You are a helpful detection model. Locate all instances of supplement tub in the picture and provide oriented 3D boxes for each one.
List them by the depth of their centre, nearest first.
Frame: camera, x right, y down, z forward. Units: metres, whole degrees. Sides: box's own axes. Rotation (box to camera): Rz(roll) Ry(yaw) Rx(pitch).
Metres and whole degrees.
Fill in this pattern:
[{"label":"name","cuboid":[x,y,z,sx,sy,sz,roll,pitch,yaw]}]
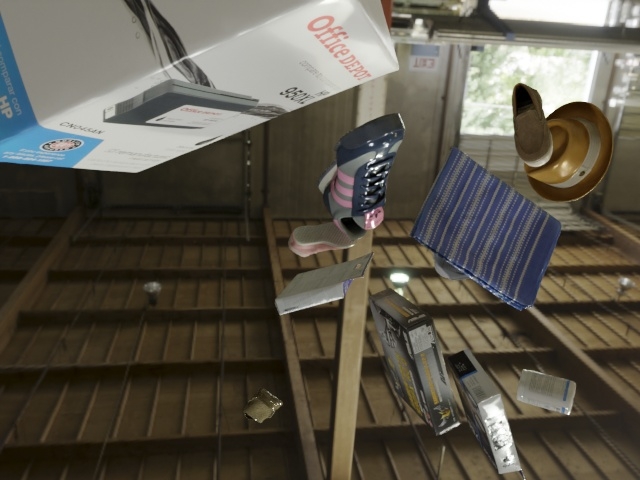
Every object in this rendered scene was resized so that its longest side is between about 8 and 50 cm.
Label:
[{"label":"supplement tub","cuboid":[0.475,0.317,1.199,0.107,0.071,0.071,12,-159,27]}]

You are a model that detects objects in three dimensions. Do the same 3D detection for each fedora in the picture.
[{"label":"fedora","cuboid":[0.440,-0.166,1.060,0.079,0.195,0.194,2,-162,-29]}]

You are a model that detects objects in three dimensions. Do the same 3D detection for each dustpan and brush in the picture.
[{"label":"dustpan and brush","cuboid":[0.332,0.041,1.491,0.147,0.060,0.211,-7,-166,-25]}]

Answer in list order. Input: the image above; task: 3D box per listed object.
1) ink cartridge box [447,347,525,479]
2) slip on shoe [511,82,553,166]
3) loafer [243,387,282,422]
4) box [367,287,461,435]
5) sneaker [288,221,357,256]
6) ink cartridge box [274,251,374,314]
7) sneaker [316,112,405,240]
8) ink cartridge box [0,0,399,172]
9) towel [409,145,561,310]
[{"label":"ink cartridge box","cuboid":[0.400,0.432,1.375,0.065,0.333,0.165,-26,-150,-1]},{"label":"slip on shoe","cuboid":[0.295,-0.166,0.807,0.051,0.136,0.041,-17,143,38]},{"label":"loafer","cuboid":[-0.114,0.324,1.105,0.056,0.148,0.050,34,-116,1]},{"label":"box","cuboid":[0.176,0.225,1.092,0.056,0.231,0.183,-21,-162,-13]},{"label":"sneaker","cuboid":[0.000,0.000,1.105,0.134,0.051,0.070,0,159,-23]},{"label":"ink cartridge box","cuboid":[0.022,0.103,1.401,0.223,0.045,0.223,-17,-172,16]},{"label":"sneaker","cuboid":[0.080,-0.093,0.930,0.112,0.131,0.319,-20,170,-12]},{"label":"ink cartridge box","cuboid":[-0.139,-0.215,0.607,0.394,0.166,0.285,-18,179,16]},{"label":"towel","cuboid":[0.382,-0.024,1.277,0.335,0.243,0.040,32,164,-13]}]
